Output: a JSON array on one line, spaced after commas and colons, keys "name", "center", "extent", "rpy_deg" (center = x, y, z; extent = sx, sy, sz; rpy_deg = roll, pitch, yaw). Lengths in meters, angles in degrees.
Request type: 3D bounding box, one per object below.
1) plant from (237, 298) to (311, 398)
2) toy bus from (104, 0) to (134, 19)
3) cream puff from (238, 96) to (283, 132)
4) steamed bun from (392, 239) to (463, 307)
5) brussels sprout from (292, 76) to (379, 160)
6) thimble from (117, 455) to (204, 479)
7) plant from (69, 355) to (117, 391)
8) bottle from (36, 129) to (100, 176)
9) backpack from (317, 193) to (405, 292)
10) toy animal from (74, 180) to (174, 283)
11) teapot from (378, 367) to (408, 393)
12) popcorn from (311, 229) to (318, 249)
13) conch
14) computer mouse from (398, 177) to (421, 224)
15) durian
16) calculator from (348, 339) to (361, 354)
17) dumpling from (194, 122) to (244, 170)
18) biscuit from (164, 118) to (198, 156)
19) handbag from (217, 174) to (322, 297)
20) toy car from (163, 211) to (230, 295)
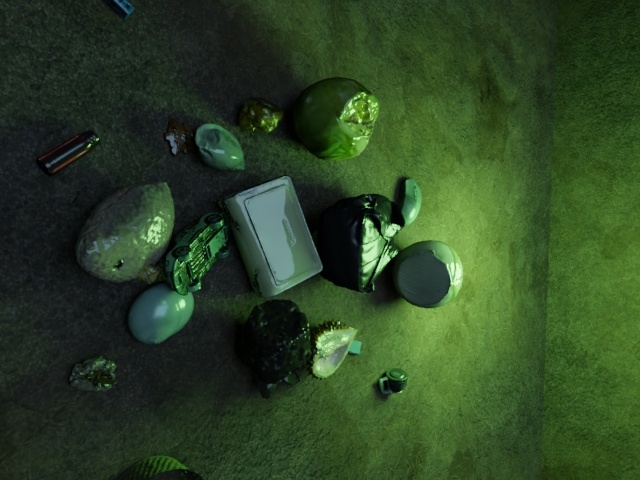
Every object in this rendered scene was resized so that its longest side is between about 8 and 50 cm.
[{"name": "plant", "center": [-0.153, 0.369, 1.596], "extent": [0.215, 0.213, 0.313], "rpy_deg": [-24, 141, -35]}, {"name": "toy bus", "center": [-0.586, -0.690, 1.390], "extent": [0.083, 0.046, 0.038], "rpy_deg": [43, 63, -30]}, {"name": "cream puff", "center": [-0.207, -0.420, 1.643], "extent": [0.146, 0.146, 0.116], "rpy_deg": [11, 120, -38]}, {"name": "steamed bun", "center": [0.465, 0.135, 2.055], "extent": [0.309, 0.309, 0.310], "rpy_deg": [2, 87, -39]}, {"name": "brussels sprout", "center": [0.057, -0.426, 1.734], "extent": [0.344, 0.344, 0.268], "rpy_deg": [27, 58, -35]}, {"name": "thimble", "center": [-0.460, 0.762, 1.357], "extent": [0.270, 0.150, 0.271], "rpy_deg": [3, 86, -39]}, {"name": "plant", "center": [-0.601, 0.373, 1.287], "extent": [0.116, 0.121, 0.105], "rpy_deg": [-8, 104, -46]}, {"name": "bottle", "center": [-0.673, -0.240, 1.290], "extent": [0.164, 0.060, 0.060], "rpy_deg": [-47, 115, -31]}, {"name": "backpack", "center": [0.171, -0.017, 1.813], "extent": [0.445, 0.254, 0.364], "rpy_deg": [-39, 133, -57]}, {"name": "toy animal", "center": [-0.520, -0.025, 1.321], "extent": [0.227, 0.188, 0.358], "rpy_deg": [80, 31, -44]}, {"name": "teapot", "center": [0.308, 0.602, 2.036], "extent": [0.092, 0.124, 0.091], "rpy_deg": [-65, 155, -71]}, {"name": "popcorn", "center": [0.000, 0.000, 1.820], "extent": [0.083, 0.057, 0.082], "rpy_deg": [26, 74, -38]}, {"name": "conch", "center": [-0.458, 0.214, 1.421], "extent": [0.221, 0.120, 0.185], "rpy_deg": [-43, 143, -37]}, {"name": "computer mouse", "center": [0.407, -0.179, 2.146], "extent": [0.113, 0.068, 0.229], "rpy_deg": [22, 75, -37]}, {"name": "durian", "center": [0.008, 0.393, 1.756], "extent": [0.249, 0.137, 0.183], "rpy_deg": [-30, 139, -47]}, {"name": "calculator", "center": [0.097, 0.411, 1.902], "extent": [0.172, 0.018, 0.057], "rpy_deg": [24, 74, -35]}, {"name": "dumpling", "center": [-0.332, -0.292, 1.552], "extent": [0.108, 0.153, 0.219], "rpy_deg": [-42, 145, 13]}, {"name": "biscuit", "center": [-0.430, -0.324, 1.515], "extent": [0.129, 0.019, 0.120], "rpy_deg": [-5, 91, -39]}, {"name": "handbag", "center": [-0.172, -0.013, 1.622], "extent": [0.236, 0.160, 0.359], "rpy_deg": [-27, 103, -31]}, {"name": "toy car", "center": [-0.381, 0.031, 1.445], "extent": [0.306, 0.125, 0.136], "rpy_deg": [-56, 150, -48]}]
